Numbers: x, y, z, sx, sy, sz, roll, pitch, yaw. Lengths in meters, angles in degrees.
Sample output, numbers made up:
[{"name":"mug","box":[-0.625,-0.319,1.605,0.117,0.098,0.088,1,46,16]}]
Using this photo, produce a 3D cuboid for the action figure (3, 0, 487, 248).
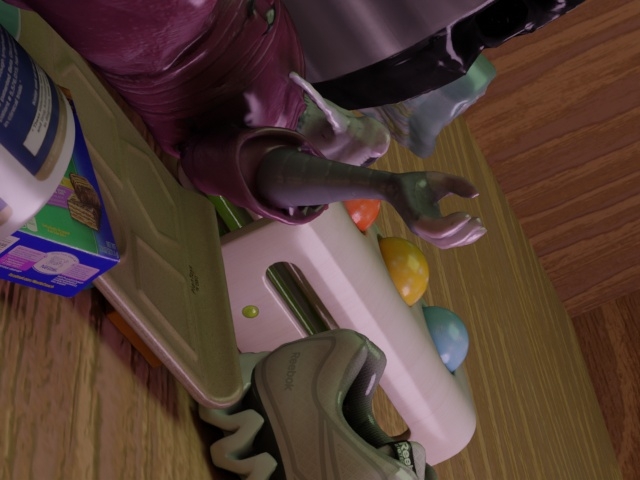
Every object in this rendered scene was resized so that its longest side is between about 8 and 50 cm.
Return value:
[{"name":"action figure","box":[-0.082,-0.104,0.845,0.370,0.275,0.248,54,25,-52]}]

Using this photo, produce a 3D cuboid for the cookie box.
[{"name":"cookie box","box":[-0.152,-0.034,0.843,0.092,0.040,0.107,20,43,-52]}]

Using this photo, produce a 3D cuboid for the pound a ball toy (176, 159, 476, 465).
[{"name":"pound a ball toy","box":[0.000,0.000,1.274,0.319,0.135,0.208,57,14,-37]}]

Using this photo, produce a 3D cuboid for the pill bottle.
[{"name":"pill bottle","box":[-0.180,-0.074,0.707,0.169,0.094,0.094,51,18,-51]}]

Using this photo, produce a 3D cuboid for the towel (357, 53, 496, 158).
[{"name":"towel","box":[0.011,-0.216,1.565,0.320,0.090,0.374,45,-3,1]}]

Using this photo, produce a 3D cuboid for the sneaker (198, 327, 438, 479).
[{"name":"sneaker","box":[0.021,0.187,1.026,0.110,0.118,0.292,41,28,-68]}]

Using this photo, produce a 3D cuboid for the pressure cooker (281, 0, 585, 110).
[{"name":"pressure cooker","box":[0.029,-0.348,1.170,0.420,0.375,0.370,53,30,-18]}]

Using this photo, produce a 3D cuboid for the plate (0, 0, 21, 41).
[{"name":"plate","box":[-0.221,-0.182,0.937,0.188,0.024,0.188,61,12,-23]}]

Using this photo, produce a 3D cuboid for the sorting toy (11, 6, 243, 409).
[{"name":"sorting toy","box":[-0.123,-0.019,1.017,0.208,0.038,0.193,49,19,-40]}]
